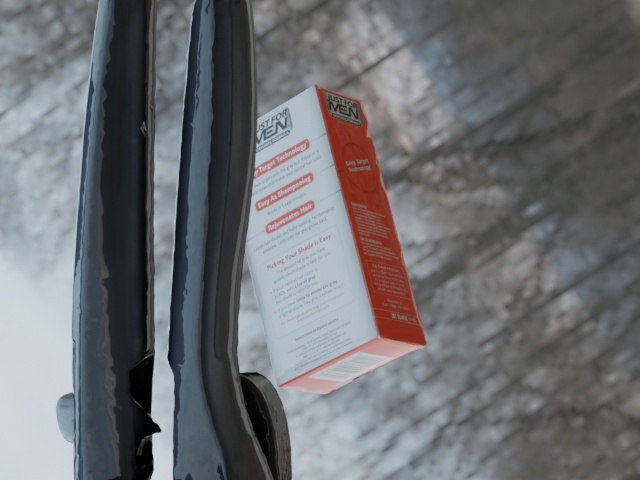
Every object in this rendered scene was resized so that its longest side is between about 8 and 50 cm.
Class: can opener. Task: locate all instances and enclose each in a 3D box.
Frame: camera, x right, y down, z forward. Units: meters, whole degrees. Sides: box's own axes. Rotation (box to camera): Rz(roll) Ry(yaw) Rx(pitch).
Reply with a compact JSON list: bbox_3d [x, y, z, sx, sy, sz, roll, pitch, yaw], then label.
[{"bbox_3d":[-0.041,0.021,0.516,0.073,0.059,0.186,-73,-20,-77],"label":"can opener"}]

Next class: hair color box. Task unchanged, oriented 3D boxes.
[{"bbox_3d":[0.000,0.000,1.013,0.043,0.072,0.141,13,-123,-50],"label":"hair color box"}]
